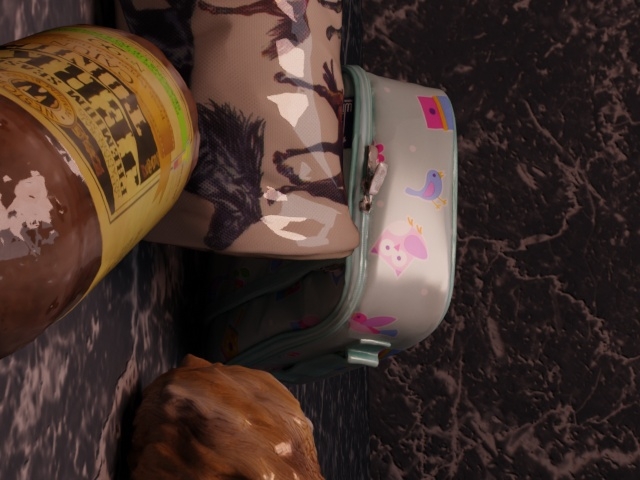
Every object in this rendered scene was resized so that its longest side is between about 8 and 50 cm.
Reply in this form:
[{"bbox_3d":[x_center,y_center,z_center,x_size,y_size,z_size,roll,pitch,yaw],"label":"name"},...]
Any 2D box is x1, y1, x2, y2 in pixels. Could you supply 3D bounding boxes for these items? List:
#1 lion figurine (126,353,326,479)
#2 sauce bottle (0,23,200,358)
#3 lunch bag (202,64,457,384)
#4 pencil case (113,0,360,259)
[{"bbox_3d":[-0.060,0.286,0.947,0.142,0.240,0.392,19,87,-64],"label":"lion figurine"},{"bbox_3d":[-0.128,-0.014,0.556,0.344,0.111,0.111,-70,159,-74],"label":"sauce bottle"},{"bbox_3d":[0.000,0.000,1.141,0.279,0.108,0.224,-30,-131,58],"label":"lunch bag"},{"bbox_3d":[-0.054,-0.179,0.947,0.183,0.160,0.410,-19,110,-67],"label":"pencil case"}]
